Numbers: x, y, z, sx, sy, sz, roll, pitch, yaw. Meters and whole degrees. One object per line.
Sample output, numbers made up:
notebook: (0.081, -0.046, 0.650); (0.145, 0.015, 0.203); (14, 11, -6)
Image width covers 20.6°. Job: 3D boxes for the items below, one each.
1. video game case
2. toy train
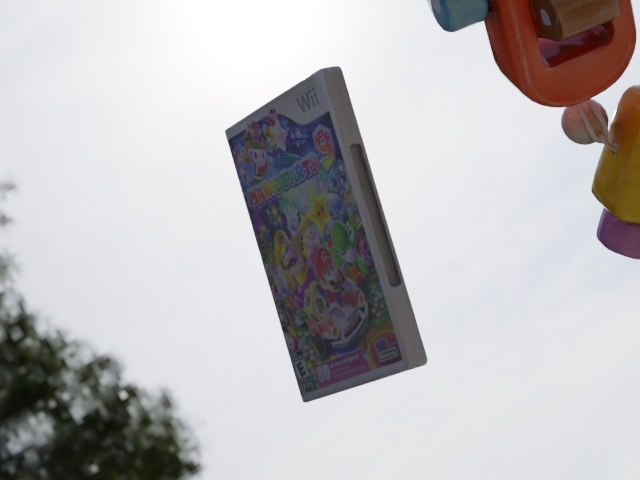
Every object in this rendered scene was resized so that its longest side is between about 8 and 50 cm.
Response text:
video game case: (0.000, 0.000, 0.713); (0.011, 0.122, 0.087); (-12, -7, -32)
toy train: (0.114, -0.055, 0.446); (0.166, 0.046, 0.125); (-19, -58, -10)
